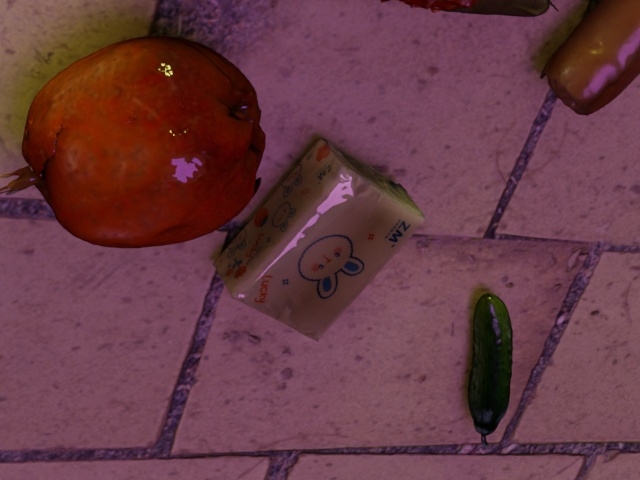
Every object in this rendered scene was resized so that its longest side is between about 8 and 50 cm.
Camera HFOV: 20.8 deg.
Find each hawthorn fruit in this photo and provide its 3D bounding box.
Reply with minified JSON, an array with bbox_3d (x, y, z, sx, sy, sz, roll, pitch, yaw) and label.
[{"bbox_3d":[-0.199,-0.085,1.693,0.299,0.211,0.211,-19,132,-3],"label":"hawthorn fruit"}]

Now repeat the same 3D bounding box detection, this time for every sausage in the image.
[{"bbox_3d":[0.407,-0.310,1.914,0.094,0.094,0.419,38,102,-15],"label":"sausage"}]

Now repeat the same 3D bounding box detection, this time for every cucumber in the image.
[{"bbox_3d":[0.216,0.163,2.206,0.056,0.056,0.250,-14,128,-19],"label":"cucumber"}]

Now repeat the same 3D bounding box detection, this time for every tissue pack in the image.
[{"bbox_3d":[0.000,0.000,1.933,0.148,0.092,0.196,29,107,-40],"label":"tissue pack"}]

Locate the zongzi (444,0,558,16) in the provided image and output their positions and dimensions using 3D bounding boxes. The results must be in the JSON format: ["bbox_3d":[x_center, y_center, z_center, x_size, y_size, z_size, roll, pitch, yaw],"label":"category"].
[{"bbox_3d":[0.200,-0.323,1.816,0.189,0.081,0.178,-2,111,-37],"label":"zongzi"}]

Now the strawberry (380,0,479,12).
[{"bbox_3d":[0.056,-0.334,1.590,0.267,0.312,0.351,-26,155,20],"label":"strawberry"}]
